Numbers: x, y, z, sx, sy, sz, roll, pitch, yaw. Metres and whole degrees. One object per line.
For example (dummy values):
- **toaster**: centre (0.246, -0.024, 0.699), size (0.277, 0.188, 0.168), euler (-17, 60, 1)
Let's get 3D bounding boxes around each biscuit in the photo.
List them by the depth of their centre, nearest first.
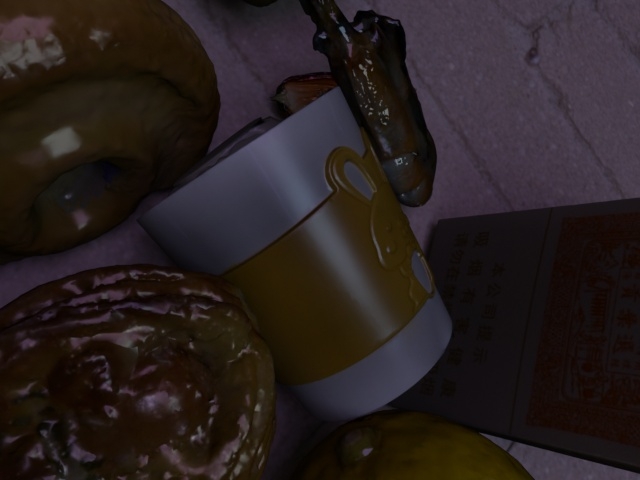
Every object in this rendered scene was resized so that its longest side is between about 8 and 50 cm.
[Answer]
- **biscuit**: centre (-0.191, -0.072, 0.387), size (0.274, 0.213, 0.091), euler (-33, 70, -17)

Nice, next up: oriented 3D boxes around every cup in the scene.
- **cup**: centre (0.000, 0.000, 0.475), size (0.226, 0.185, 0.241), euler (57, 34, -10)

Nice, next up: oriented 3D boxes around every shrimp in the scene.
- **shrimp**: centre (0.063, -0.142, 0.518), size (0.254, 0.059, 0.145), euler (57, 36, -36)

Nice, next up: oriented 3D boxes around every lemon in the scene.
- **lemon**: centre (0.076, 0.258, 0.414), size (0.236, 0.236, 0.263), euler (-37, 84, -24)

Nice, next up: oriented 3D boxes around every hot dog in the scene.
- **hot dog**: centre (-0.150, 0.132, 0.344), size (0.272, 0.122, 0.196), euler (-34, 99, 6)

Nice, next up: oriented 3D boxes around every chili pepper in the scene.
- **chili pepper**: centre (0.023, -0.150, 0.576), size (0.178, 0.027, 0.045), euler (-15, 92, -26)

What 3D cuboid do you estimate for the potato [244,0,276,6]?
- **potato**: centre (-0.024, -0.319, 0.519), size (0.174, 0.159, 0.251), euler (36, 76, 12)

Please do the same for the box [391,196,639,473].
- **box**: centre (0.222, 0.067, 0.438), size (0.051, 0.365, 0.205), euler (30, 69, -33)
